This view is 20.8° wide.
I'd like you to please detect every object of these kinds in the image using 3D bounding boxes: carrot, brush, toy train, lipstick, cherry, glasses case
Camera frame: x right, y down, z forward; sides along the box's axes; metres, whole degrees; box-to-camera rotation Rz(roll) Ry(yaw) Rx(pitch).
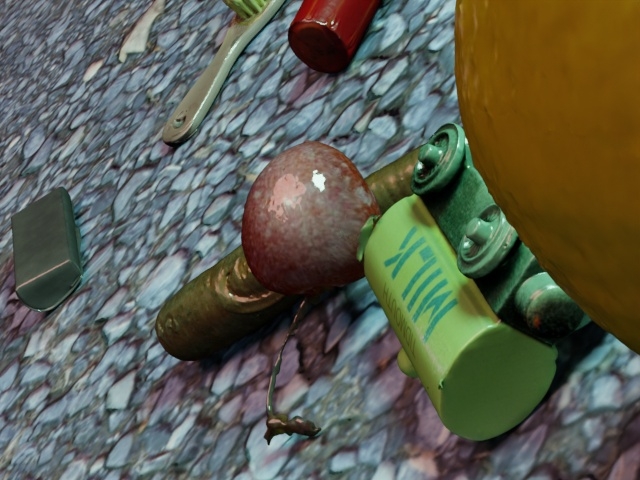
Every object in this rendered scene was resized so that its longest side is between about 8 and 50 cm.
[{"bbox_3d":[0.001,0.001,1.360,0.342,0.070,0.070,-33,29,26],"label":"carrot"},{"bbox_3d":[-0.095,-0.235,1.851,0.072,0.067,0.312,1,55,57],"label":"brush"},{"bbox_3d":[0.097,0.025,1.147,0.157,0.105,0.253,-57,23,15],"label":"toy train"},{"bbox_3d":[0.048,-0.281,1.679,0.073,0.073,0.279,-17,40,48],"label":"lipstick"},{"bbox_3d":[-0.003,0.033,1.274,0.107,0.090,0.225,-6,78,7],"label":"cherry"},{"bbox_3d":[-0.286,0.007,1.830,0.072,0.042,0.190,-37,26,7],"label":"glasses case"}]

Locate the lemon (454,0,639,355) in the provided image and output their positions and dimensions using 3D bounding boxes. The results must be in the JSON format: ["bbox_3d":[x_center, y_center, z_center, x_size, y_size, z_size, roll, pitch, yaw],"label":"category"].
[{"bbox_3d":[0.220,-0.090,0.819,0.364,0.364,0.364,-37,27,23],"label":"lemon"}]
